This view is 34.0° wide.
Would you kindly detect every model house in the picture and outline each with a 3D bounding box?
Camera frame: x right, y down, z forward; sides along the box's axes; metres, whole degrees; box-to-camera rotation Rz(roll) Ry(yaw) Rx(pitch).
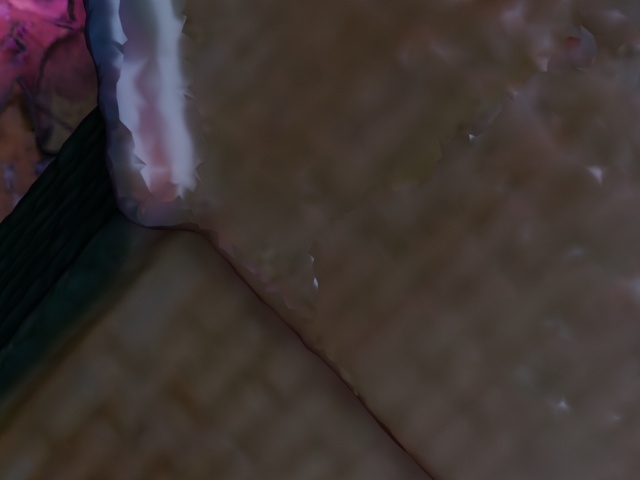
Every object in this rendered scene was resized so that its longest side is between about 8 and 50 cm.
[{"bbox_3d":[0.000,0.000,0.494,0.343,0.334,0.382,43,106,6],"label":"model house"}]
